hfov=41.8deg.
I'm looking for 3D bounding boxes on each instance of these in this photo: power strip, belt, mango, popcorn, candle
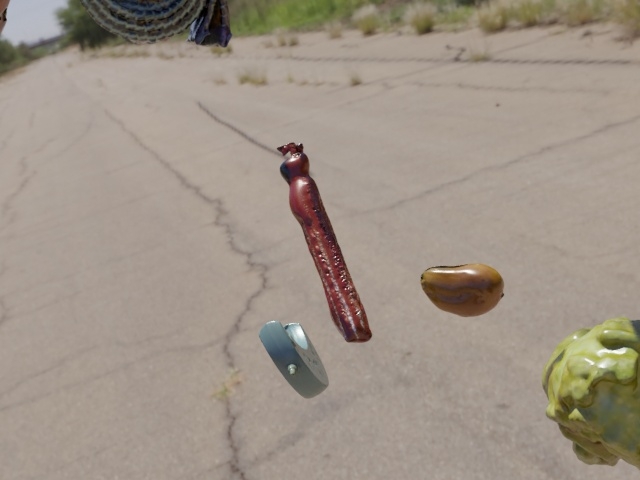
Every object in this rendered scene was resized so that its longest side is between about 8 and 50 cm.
[{"bbox_3d":[-0.047,0.233,1.655,0.054,0.168,0.253,-34,-8,4],"label":"power strip"},{"bbox_3d":[-0.240,-0.384,1.086,0.206,0.295,0.160,-16,20,-13],"label":"belt"},{"bbox_3d":[0.279,0.095,1.634,0.159,0.105,0.084,4,7,30],"label":"mango"},{"bbox_3d":[0.454,0.238,1.214,0.235,0.250,0.241,-52,-8,18],"label":"popcorn"},{"bbox_3d":[0.000,0.000,1.213,0.051,0.329,0.048,-21,-23,3],"label":"candle"}]

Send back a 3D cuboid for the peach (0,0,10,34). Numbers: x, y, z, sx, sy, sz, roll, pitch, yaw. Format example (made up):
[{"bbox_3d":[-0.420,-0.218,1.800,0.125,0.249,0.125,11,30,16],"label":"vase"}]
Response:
[{"bbox_3d":[-0.557,-0.349,0.963,0.353,0.417,0.339,-26,59,-34],"label":"peach"}]
